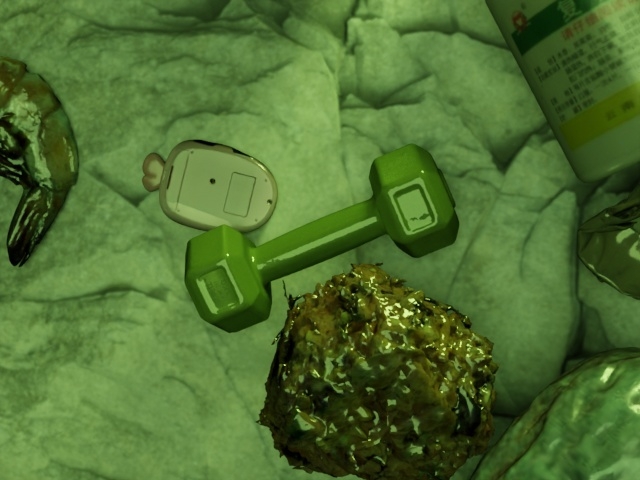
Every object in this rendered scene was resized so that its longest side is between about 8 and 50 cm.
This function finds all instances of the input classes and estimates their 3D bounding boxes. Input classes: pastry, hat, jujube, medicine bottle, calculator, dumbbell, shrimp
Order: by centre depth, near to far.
[{"bbox_3d":[0.279,-0.249,1.002,0.208,0.208,0.339,-27,87,8],"label":"medicine bottle"},{"bbox_3d":[0.282,0.248,1.003,0.308,0.215,0.246,-42,121,-5],"label":"jujube"},{"bbox_3d":[0.049,0.159,1.027,0.275,0.193,0.275,10,111,26],"label":"pastry"},{"bbox_3d":[0.367,-0.018,1.071,0.147,0.085,0.175,44,74,-7],"label":"hat"},{"bbox_3d":[0.000,0.000,1.098,0.302,0.108,0.121,-22,96,8],"label":"dumbbell"},{"bbox_3d":[-0.131,-0.063,1.162,0.166,0.024,0.103,14,93,7],"label":"calculator"},{"bbox_3d":[-0.423,-0.044,1.192,0.233,0.071,0.365,18,89,3],"label":"shrimp"}]
